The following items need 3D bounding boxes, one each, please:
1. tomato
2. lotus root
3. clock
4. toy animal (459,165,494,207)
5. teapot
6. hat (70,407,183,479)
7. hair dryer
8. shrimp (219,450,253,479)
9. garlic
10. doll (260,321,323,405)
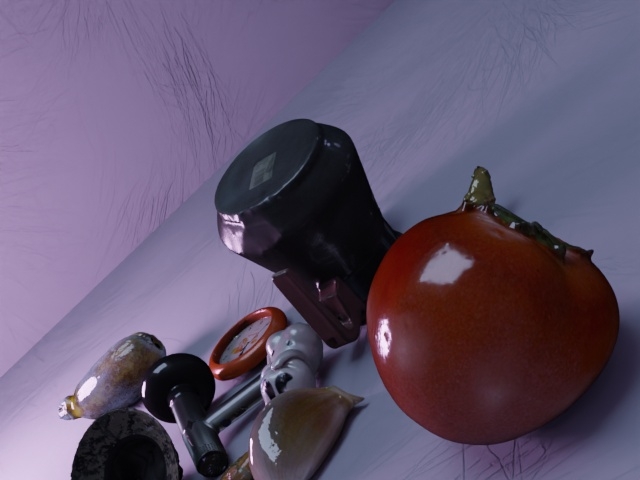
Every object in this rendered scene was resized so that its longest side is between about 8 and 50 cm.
[{"bbox_3d":[0.209,0.112,1.231,0.321,0.321,0.321,-36,19,14],"label":"tomato"},{"bbox_3d":[-0.508,0.356,2.324,0.322,0.140,0.158,-43,0,11],"label":"lotus root"},{"bbox_3d":[-0.156,0.224,2.052,0.205,0.051,0.205,-35,20,15],"label":"clock"},{"bbox_3d":[0.274,-0.037,1.716,0.219,0.101,0.103,-50,19,-25],"label":"toy animal"},{"bbox_3d":[0.000,0.000,1.780,0.305,0.362,0.376,-26,34,27],"label":"teapot"},{"bbox_3d":[-0.334,0.433,1.787,0.265,0.266,0.128,-32,-13,26],"label":"hat"},{"bbox_3d":[-0.175,0.317,1.878,0.284,0.156,0.320,-26,26,-21],"label":"hair dryer"},{"bbox_3d":[-0.113,0.378,1.655,0.180,0.041,0.099,-44,4,-6],"label":"shrimp"},{"bbox_3d":[-0.056,0.348,1.535,0.148,0.128,0.267,-36,26,54],"label":"garlic"},{"bbox_3d":[-0.053,0.235,1.725,0.110,0.107,0.181,-26,27,28],"label":"doll"}]
